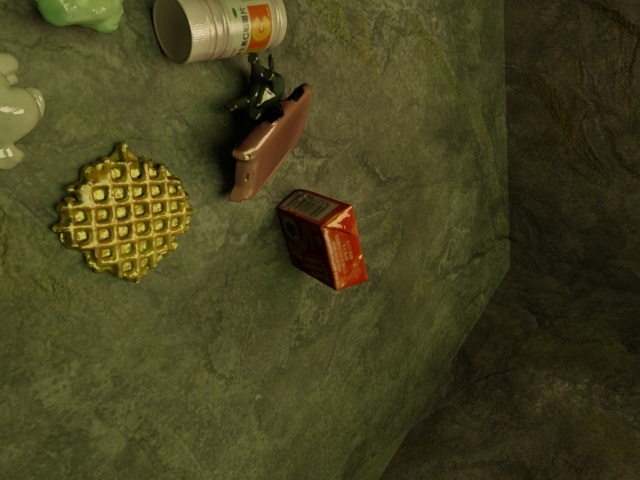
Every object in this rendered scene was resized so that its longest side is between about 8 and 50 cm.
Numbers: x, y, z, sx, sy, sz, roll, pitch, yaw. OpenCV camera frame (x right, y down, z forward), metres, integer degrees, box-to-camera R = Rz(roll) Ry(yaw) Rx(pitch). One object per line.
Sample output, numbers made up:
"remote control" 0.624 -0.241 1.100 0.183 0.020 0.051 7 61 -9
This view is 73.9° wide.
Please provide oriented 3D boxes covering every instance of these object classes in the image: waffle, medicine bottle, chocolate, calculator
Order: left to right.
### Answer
"waffle" -0.373 -0.049 0.839 0.254 0.052 0.245 -57 135 -21
"medicine bottle" -0.198 -0.445 0.870 0.249 0.133 0.133 -32 123 -40
"calculator" -0.104 -0.237 1.009 0.330 0.048 0.220 -57 173 -35
"chocolate" 0.000 0.000 1.148 0.108 0.237 0.235 -32 125 -28

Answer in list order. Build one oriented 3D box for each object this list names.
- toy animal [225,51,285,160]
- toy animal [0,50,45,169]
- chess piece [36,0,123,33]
"toy animal" -0.154 -0.286 0.964 0.137 0.082 0.270 -27 139 -80
"toy animal" -0.487 -0.256 0.542 0.154 0.208 0.325 -94 -165 -59
"chess piece" -0.408 -0.433 0.609 0.176 0.175 0.298 -58 142 -21
